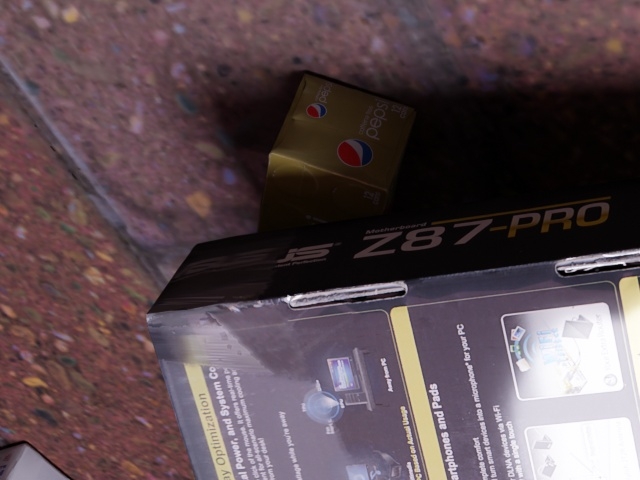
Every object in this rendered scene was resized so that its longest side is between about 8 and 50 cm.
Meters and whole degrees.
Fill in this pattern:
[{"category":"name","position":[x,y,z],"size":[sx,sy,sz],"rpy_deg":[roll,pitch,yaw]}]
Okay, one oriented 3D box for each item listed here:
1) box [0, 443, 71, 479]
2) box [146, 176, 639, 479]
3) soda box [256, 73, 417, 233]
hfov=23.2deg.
[{"category":"box","position":[-0.265,0.280,1.291],"size":[0.322,0.058,0.232],"rpy_deg":[-19,126,42]},{"category":"box","position":[0.122,0.173,0.750],"size":[0.318,0.097,0.395],"rpy_deg":[-9,111,16]},{"category":"soda box","position":[0.000,0.000,0.815],"size":[0.061,0.058,0.181],"rpy_deg":[18,142,5]}]
